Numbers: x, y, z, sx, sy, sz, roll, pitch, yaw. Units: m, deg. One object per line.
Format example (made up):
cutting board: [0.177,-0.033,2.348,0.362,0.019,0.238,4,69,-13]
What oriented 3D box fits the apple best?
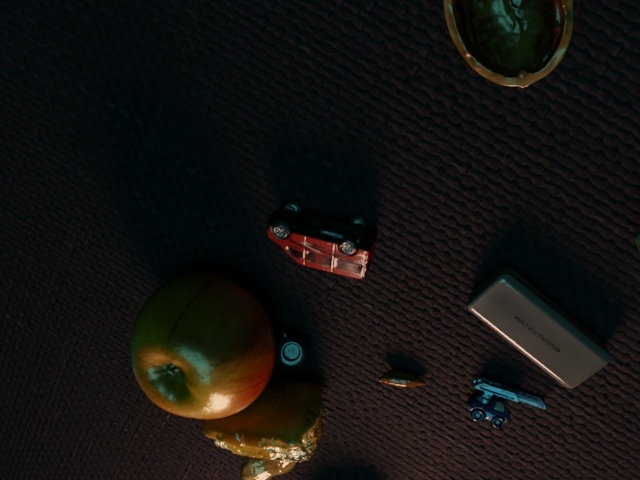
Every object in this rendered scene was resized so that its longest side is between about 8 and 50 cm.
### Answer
apple: [-0.226,0.203,1.181,0.286,0.233,0.286,8,116,17]

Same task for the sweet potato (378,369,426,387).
sweet potato: [0.162,0.273,1.214,0.095,0.034,0.034,5,117,3]

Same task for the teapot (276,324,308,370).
teapot: [-0.059,0.218,1.248,0.067,0.045,0.100,-21,90,1]

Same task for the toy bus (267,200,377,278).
toy bus: [0.000,0.000,1.104,0.195,0.081,0.089,14,128,9]

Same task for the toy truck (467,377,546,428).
toy truck: [0.349,0.315,1.164,0.136,0.063,0.074,18,100,5]

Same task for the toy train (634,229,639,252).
toy train: [0.614,-0.035,0.859,0.238,0.167,0.299,41,122,-16]

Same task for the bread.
bread: [-0.110,0.362,1.260,0.245,0.174,0.121,3,121,24]

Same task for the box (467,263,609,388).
box: [0.379,0.151,1.073,0.243,0.055,0.103,39,120,-3]

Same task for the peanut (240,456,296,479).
peanut: [-0.113,0.488,1.374,0.193,0.089,0.089,-38,100,24]

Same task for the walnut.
walnut: [0.264,-0.326,0.856,0.167,0.087,0.211,-7,118,27]
